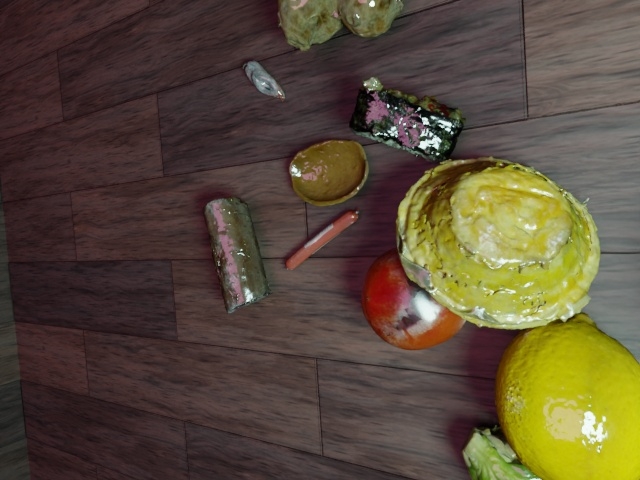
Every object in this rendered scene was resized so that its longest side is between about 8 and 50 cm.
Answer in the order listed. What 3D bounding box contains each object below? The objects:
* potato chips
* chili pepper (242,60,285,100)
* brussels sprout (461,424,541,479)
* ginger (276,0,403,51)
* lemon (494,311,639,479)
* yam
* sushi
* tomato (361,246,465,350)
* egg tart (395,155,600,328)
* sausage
[{"bbox_3d":[0.023,-0.153,1.023,0.201,0.049,0.150,-14,83,33],"label":"potato chips"},{"bbox_3d":[-0.144,-0.396,1.108,0.153,0.041,0.050,50,159,18],"label":"chili pepper"},{"bbox_3d":[0.351,0.432,0.827,0.183,0.131,0.145,7,93,28],"label":"brussels sprout"},{"bbox_3d":[-0.001,-0.569,0.940,0.256,0.176,0.375,-25,79,12],"label":"ginger"},{"bbox_3d":[0.401,0.263,0.724,0.236,0.236,0.263,-26,44,30],"label":"lemon"},{"bbox_3d":[-0.210,0.035,1.141,0.131,0.131,0.280,-17,85,31],"label":"yam"},{"bbox_3d":[0.169,-0.233,0.886,0.212,0.147,0.115,21,99,10],"label":"sushi"},{"bbox_3d":[0.181,0.109,0.871,0.208,0.184,0.208,4,98,32],"label":"tomato"},{"bbox_3d":[0.295,-0.018,0.744,0.341,0.132,0.341,-2,69,4],"label":"egg tart"},{"bbox_3d":[0.000,0.000,1.060,0.253,0.034,0.034,-37,75,29],"label":"sausage"}]
